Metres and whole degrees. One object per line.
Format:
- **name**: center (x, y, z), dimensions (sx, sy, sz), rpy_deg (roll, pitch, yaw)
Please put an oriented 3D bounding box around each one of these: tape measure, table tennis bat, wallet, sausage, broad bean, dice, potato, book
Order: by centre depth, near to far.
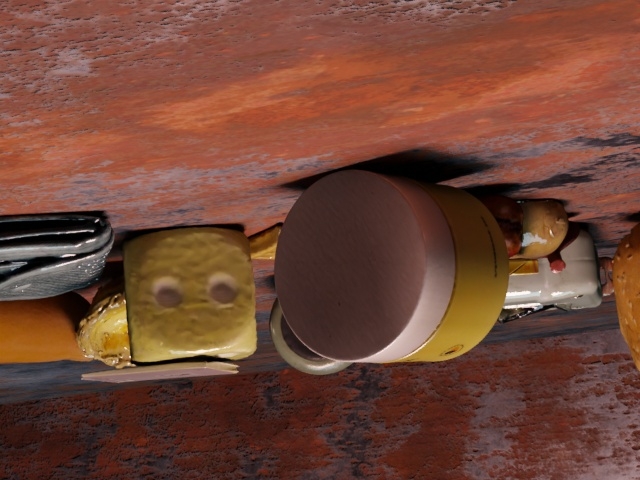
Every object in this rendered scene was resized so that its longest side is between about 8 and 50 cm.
- **broad bean**: center (0.187, -0.014, 1.786), dimensions (0.114, 0.084, 0.165), rpy_deg (27, 160, -26)
- **wallet**: center (-0.392, 0.035, 1.796), dimensions (0.237, 0.075, 0.342), rpy_deg (-6, 170, -14)
- **dice**: center (-0.178, 0.079, 1.865), dimensions (0.169, 0.169, 0.166), rpy_deg (-4, 169, -8)
- **book**: center (-0.215, 0.177, 1.866), dimensions (0.181, 0.014, 0.127), rpy_deg (-7, 170, 15)
- **potato**: center (0.243, -0.002, 1.907), dimensions (0.200, 0.081, 0.164), rpy_deg (-10, 168, 9)
- **table tennis bat**: center (0.325, 0.008, 1.967), dimensions (0.098, 0.019, 0.155), rpy_deg (-23, -160, 9)
- **sausage**: center (-0.446, 0.123, 2.084), dimensions (0.354, 0.134, 0.116), rpy_deg (3, 124, -53)
- **tape measure**: center (0.334, 0.060, 2.162), dimensions (0.246, 0.125, 0.243), rpy_deg (-9, 169, 13)

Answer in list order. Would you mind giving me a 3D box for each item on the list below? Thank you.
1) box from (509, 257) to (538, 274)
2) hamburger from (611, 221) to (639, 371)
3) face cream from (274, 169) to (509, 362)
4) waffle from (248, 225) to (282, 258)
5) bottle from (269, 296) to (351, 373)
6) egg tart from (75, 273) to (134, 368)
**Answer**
- **box**: center (0.201, 0.036, 1.828), dimensions (0.156, 0.022, 0.089), rpy_deg (-1, -179, -7)
- **hamburger**: center (0.545, 0.089, 1.987), dimensions (0.259, 0.283, 0.144), rpy_deg (-21, 172, 35)
- **face cream**: center (0.085, 0.034, 1.617), dimensions (0.218, 0.218, 0.179), rpy_deg (-13, 168, 37)
- **waffle**: center (0.000, 0.000, 1.935), dimensions (0.191, 0.032, 0.125), rpy_deg (-2, 167, -30)
- **bottle**: center (0.002, 0.150, 2.396), dimensions (0.168, 0.169, 0.347), rpy_deg (-6, 174, 1)
- **egg tart**: center (-0.277, 0.109, 2.091), dimensions (0.212, 0.090, 0.213), rpy_deg (-22, 152, -12)
